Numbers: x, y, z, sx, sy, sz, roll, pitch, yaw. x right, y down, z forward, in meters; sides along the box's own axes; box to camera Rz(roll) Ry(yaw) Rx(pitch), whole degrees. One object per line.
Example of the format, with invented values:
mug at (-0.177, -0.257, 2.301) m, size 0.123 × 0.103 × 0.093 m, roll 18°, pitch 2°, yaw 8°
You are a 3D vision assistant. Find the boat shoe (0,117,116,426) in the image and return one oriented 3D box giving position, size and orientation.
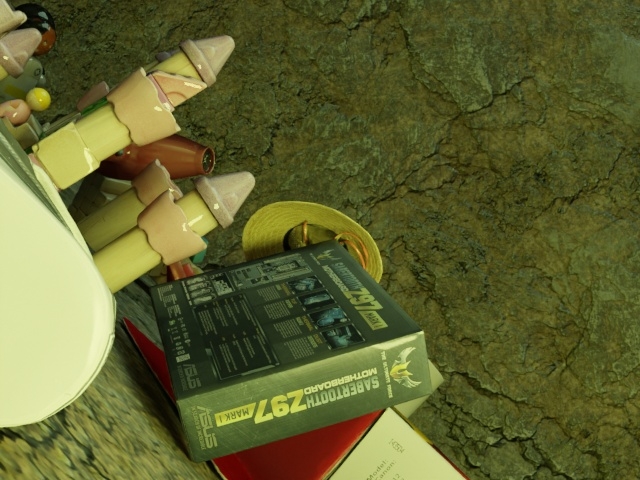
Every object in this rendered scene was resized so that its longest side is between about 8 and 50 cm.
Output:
boat shoe at (-0.191, -0.058, 0.354) m, size 0.301 × 0.108 × 0.102 m, roll 48°, pitch -6°, yaw -8°

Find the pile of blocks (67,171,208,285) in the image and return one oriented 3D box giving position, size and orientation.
pile of blocks at (-0.234, 0.006, 1.371) m, size 0.113 × 0.149 × 0.362 m, roll 40°, pitch -8°, yaw 35°

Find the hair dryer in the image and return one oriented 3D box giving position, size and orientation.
hair dryer at (-0.282, -0.105, 1.139) m, size 0.223 × 0.294 × 0.080 m, roll -139°, pitch -129°, yaw -66°

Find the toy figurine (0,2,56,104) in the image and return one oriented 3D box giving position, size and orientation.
toy figurine at (-0.442, -0.266, 1.125) m, size 0.213 × 0.148 × 0.209 m, roll 29°, pitch 3°, yaw -26°

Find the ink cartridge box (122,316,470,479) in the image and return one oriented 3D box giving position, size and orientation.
ink cartridge box at (-0.018, 0.162, 0.832) m, size 0.272 × 0.130 × 0.309 m, roll 46°, pitch -6°, yaw -33°

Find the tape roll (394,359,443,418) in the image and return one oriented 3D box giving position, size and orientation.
tape roll at (0.064, 0.209, 1.498) m, size 0.246 × 0.169 × 0.246 m, roll 45°, pitch -6°, yaw 6°

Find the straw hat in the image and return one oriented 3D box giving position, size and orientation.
straw hat at (0.000, 0.000, 0.886) m, size 0.145 × 0.061 × 0.144 m, roll 12°, pitch -49°, yaw 14°

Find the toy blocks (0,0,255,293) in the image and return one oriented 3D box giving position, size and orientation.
toy blocks at (-0.198, -0.146, 0.886) m, size 0.309 × 0.260 × 0.288 m, roll 58°, pitch -4°, yaw -18°

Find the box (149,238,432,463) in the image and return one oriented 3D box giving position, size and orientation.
box at (-0.036, 0.077, 0.724) m, size 0.232 × 0.183 × 0.059 m, roll -133°, pitch -151°, yaw -66°
